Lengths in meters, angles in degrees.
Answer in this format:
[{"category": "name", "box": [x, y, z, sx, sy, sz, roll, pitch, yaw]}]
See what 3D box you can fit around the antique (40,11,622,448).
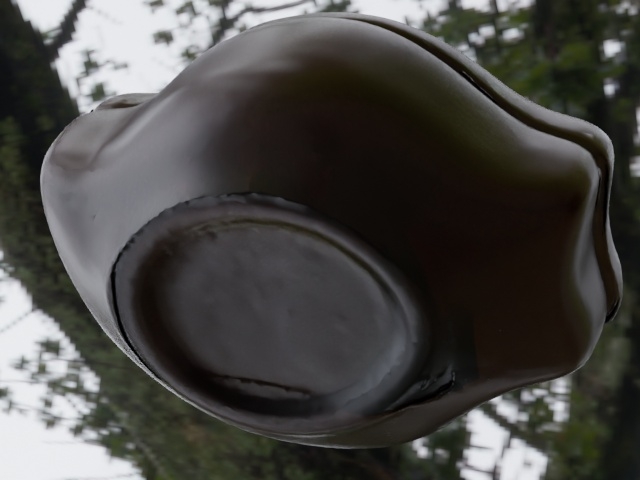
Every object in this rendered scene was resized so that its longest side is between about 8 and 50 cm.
[{"category": "antique", "box": [0.000, 0.000, 0.869, 0.129, 0.278, 0.224, -57, -29, -49]}]
